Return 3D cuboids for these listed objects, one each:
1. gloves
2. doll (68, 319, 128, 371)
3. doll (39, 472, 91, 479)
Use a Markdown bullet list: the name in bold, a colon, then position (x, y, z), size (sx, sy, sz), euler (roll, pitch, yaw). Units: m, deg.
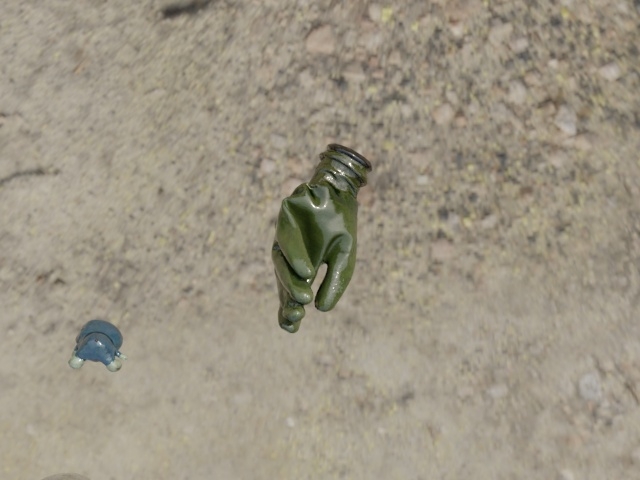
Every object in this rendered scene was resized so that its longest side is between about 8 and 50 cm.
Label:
- **gloves**: position (-0.006, -0.002, 1.607), size (0.135, 0.268, 0.107), euler (32, 153, -27)
- **doll**: position (-0.293, 0.139, 1.613), size (0.076, 0.083, 0.050), euler (10, 111, -9)
- **doll**: position (-0.196, 0.329, 1.198), size (0.221, 0.251, 0.221), euler (-17, 126, -25)
